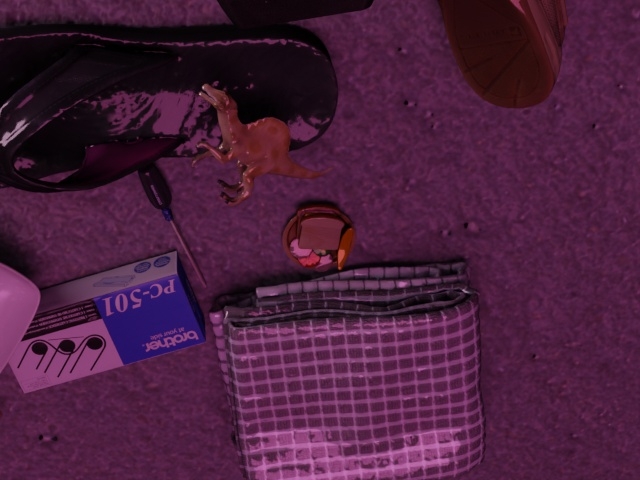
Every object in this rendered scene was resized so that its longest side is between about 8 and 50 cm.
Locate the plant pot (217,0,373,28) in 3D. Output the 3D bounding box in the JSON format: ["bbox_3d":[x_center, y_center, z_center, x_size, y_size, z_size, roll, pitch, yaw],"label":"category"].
[{"bbox_3d":[-0.029,-0.296,1.509,0.188,0.187,0.167,-10,137,1],"label":"plant pot"}]

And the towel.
[{"bbox_3d":[0.033,0.153,1.836,0.284,0.121,0.235,-7,123,-1],"label":"towel"}]

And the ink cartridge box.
[{"bbox_3d":[-0.234,0.087,1.810,0.207,0.046,0.097,-16,124,5],"label":"ink cartridge box"}]

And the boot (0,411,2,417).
[{"bbox_3d":[-0.426,0.113,1.791,0.236,0.089,0.269,-34,127,7],"label":"boot"}]

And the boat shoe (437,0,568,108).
[{"bbox_3d":[0.147,-0.284,1.570,0.122,0.110,0.341,3,133,27],"label":"boat shoe"}]

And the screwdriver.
[{"bbox_3d":[-0.152,-0.011,1.770,0.025,0.024,0.170,-33,128,-19],"label":"screwdriver"}]

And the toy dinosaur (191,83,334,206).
[{"bbox_3d":[-0.060,-0.076,1.645,0.092,0.053,0.183,-44,131,12],"label":"toy dinosaur"}]

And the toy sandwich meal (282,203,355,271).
[{"bbox_3d":[0.000,0.000,1.786,0.086,0.029,0.085,-3,123,-4],"label":"toy sandwich meal"}]

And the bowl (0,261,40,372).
[{"bbox_3d":[-0.363,0.078,1.719,0.142,0.053,0.142,-59,141,-3],"label":"bowl"}]

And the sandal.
[{"bbox_3d":[-0.204,-0.123,1.638,0.446,0.107,0.167,-8,124,-1],"label":"sandal"}]
